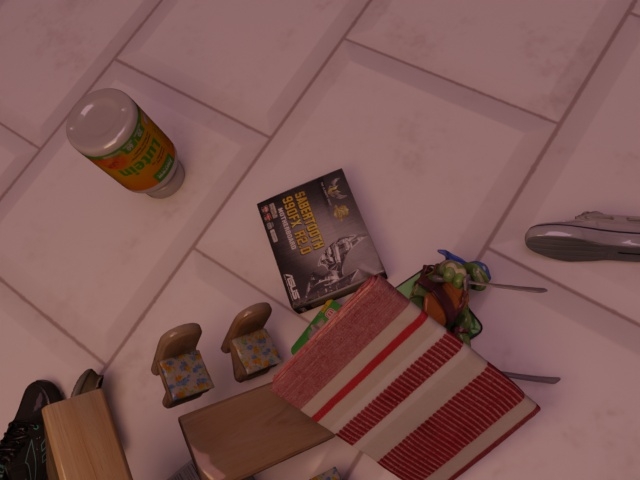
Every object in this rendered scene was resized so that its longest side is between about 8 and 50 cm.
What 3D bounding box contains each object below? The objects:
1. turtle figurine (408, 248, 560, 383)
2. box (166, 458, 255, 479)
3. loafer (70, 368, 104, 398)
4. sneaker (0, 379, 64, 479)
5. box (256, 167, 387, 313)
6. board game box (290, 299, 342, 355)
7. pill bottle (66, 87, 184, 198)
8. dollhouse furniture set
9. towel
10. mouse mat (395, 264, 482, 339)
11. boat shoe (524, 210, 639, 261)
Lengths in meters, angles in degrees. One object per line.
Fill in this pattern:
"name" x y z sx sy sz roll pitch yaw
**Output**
"turtle figurine" 0.191 0.136 0.834 0.267 0.197 0.274 -29 58 -9
"box" -0.183 0.426 0.907 0.137 0.072 0.126 -39 67 -2
"loafer" -0.406 0.360 0.986 0.088 0.094 0.250 0 78 -13
"sneaker" -0.538 0.386 0.989 0.101 0.106 0.267 -6 68 12
"box" 0.000 0.000 1.031 0.183 0.056 0.230 -22 67 5
"board game box" 0.082 0.220 0.935 0.260 0.039 0.124 35 80 19
"pill bottle" -0.369 -0.177 1.079 0.137 0.245 0.136 -4 70 12
"dollhouse furniture set" -0.152 0.283 0.761 0.395 0.256 0.361 -13 61 -32
"towel" 0.124 0.223 0.798 0.329 0.037 0.237 38 108 -13
"mouse mat" 0.167 0.149 0.964 0.190 0.007 0.152 -34 66 0
"boat shoe" 0.462 -0.011 0.923 0.227 0.083 0.075 8 60 4
